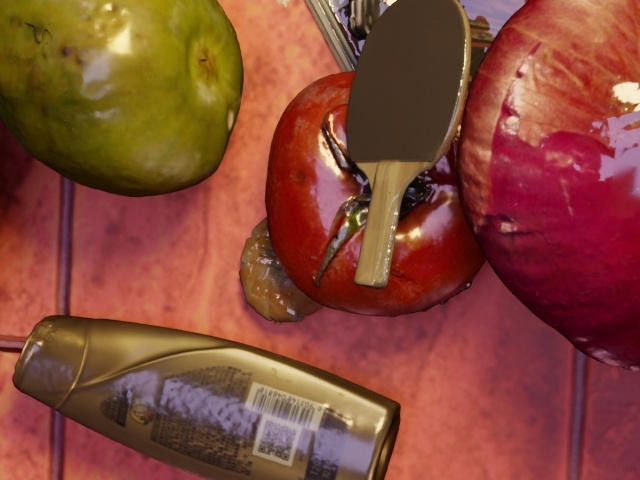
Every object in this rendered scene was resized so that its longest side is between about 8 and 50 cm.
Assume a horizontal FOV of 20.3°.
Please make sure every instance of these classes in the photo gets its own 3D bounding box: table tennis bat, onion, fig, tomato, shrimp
[{"bbox_3d":[0.062,-0.083,1.445,0.138,0.022,0.247,2,80,53],"label":"table tennis bat"},{"bbox_3d":[0.289,-0.046,1.373,0.347,0.385,0.348,-4,106,-14],"label":"onion"},{"bbox_3d":[-0.225,-0.151,1.561,0.314,0.233,0.233,5,95,7],"label":"fig"},{"bbox_3d":[0.051,-0.048,1.540,0.227,0.101,0.228,-1,84,10],"label":"tomato"},{"bbox_3d":[0.000,0.000,1.624,0.180,0.041,0.099,-41,70,14],"label":"shrimp"}]

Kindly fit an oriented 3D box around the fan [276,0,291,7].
[{"bbox_3d":[0.070,-0.276,1.468,0.009,0.329,0.191,-1,121,49],"label":"fan"}]

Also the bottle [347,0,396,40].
[{"bbox_3d":[0.057,-0.303,1.537,0.112,0.112,0.260,-1,89,13],"label":"bottle"}]

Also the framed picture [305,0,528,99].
[{"bbox_3d":[0.133,-0.157,1.588,0.216,0.016,0.273,-29,87,13],"label":"framed picture"}]

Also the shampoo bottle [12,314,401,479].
[{"bbox_3d":[-0.107,0.149,1.630,0.350,0.084,0.126,15,95,12],"label":"shampoo bottle"}]
